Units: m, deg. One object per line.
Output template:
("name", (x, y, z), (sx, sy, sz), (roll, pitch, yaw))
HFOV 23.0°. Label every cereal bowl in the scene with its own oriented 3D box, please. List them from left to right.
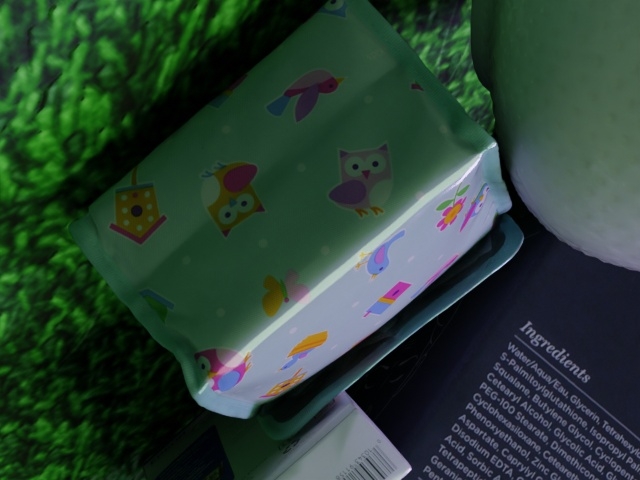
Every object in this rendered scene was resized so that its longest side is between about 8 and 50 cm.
("cereal bowl", (0.178, -0.156, 0.925), (0.339, 0.141, 0.338), (13, 90, -72))

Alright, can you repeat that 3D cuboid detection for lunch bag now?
("lunch bag", (0.000, 0.000, 0.963), (0.223, 0.160, 0.262), (-40, 163, -1))

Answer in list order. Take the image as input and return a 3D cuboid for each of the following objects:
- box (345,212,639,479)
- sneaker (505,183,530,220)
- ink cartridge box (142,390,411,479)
("box", (0.107, 0.194, 1.174), (0.395, 0.212, 0.293), (-54, -171, -20))
("sneaker", (0.218, -0.024, 1.344), (0.140, 0.125, 0.341), (-37, 161, -30))
("ink cartridge box", (-0.043, 0.160, 1.105), (0.165, 0.065, 0.333), (-42, -171, -2))
